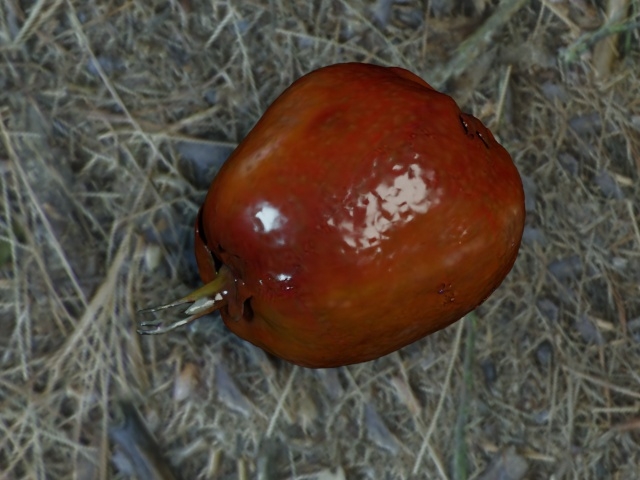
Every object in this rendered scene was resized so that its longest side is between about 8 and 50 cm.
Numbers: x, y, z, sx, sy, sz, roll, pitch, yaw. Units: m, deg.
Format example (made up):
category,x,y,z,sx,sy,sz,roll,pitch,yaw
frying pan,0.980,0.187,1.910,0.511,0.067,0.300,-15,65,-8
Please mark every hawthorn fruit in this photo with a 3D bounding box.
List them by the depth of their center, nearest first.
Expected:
category,x,y,z,sx,sy,sz,roll,pitch,yaw
hawthorn fruit,0.000,0.000,1.430,0.299,0.211,0.211,-33,95,-17
